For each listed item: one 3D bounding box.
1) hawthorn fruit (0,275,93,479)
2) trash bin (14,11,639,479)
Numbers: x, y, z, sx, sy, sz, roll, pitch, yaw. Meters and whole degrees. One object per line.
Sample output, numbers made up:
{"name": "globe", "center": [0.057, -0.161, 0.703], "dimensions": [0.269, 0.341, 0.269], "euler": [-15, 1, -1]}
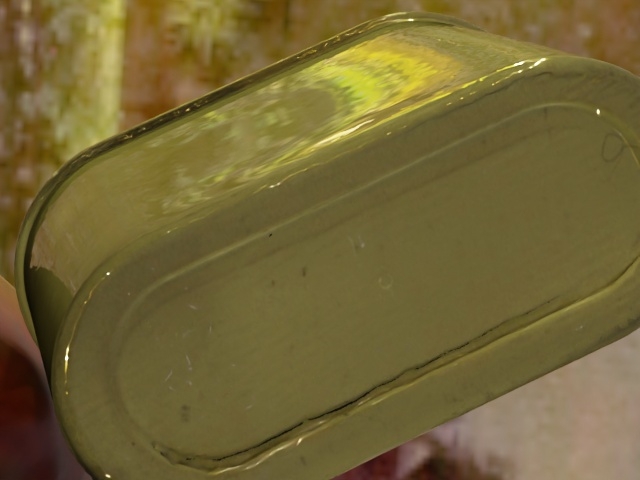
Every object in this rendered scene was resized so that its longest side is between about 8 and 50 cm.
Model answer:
{"name": "hawthorn fruit", "center": [-0.248, 0.119, 0.883], "dimensions": [0.325, 0.308, 0.308], "euler": [26, 67, -80]}
{"name": "trash bin", "center": [0.000, 0.000, 0.724], "dimensions": [0.247, 0.243, 0.121], "euler": [-139, -156, -79]}
